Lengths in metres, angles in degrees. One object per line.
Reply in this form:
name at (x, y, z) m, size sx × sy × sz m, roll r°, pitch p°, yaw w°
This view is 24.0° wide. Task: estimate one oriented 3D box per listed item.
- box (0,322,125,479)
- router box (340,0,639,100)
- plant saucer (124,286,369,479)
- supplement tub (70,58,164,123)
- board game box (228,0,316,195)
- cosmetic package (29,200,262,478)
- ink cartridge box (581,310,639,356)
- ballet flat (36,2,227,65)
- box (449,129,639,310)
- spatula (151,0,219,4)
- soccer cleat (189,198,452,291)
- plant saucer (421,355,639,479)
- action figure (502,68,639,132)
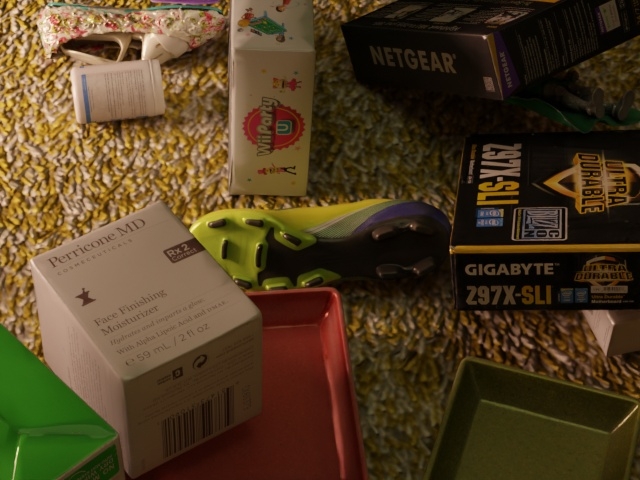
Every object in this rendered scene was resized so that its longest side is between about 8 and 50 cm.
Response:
box at (-0.293, 0.196, 1.347) m, size 0.127 × 0.231 × 0.262 m, roll -35°, pitch 57°, yaw -30°
router box at (0.208, -0.258, 1.800) m, size 0.243 × 0.081 × 0.309 m, roll -26°, pitch 22°, yaw -24°
plant saucer at (-0.095, 0.164, 1.510) m, size 0.258 × 0.047 × 0.259 m, roll -4°, pitch 47°, yaw -5°
supplement tub at (-0.245, -0.180, 1.817) m, size 0.107 × 0.071 × 0.071 m, roll -6°, pitch 47°, yaw -8°
board game box at (-0.061, -0.234, 1.770) m, size 0.098 × 0.224 × 0.303 m, roll 2°, pitch 47°, yaw -3°
cosmetic package at (-0.165, 0.092, 1.439) m, size 0.151 × 0.151 × 0.183 m, roll -26°, pitch 52°, yaw -25°
ink cartridge box at (0.329, 0.051, 1.621) m, size 0.099 × 0.056 × 0.135 m, roll -10°, pitch 47°, yaw -12°
ballet flat at (-0.238, -0.253, 1.895) m, size 0.241 × 0.091 × 0.077 m, roll 2°, pitch 77°, yaw 6°
box at (0.273, -0.028, 1.588) m, size 0.257 × 0.079 × 0.322 m, roll -2°, pitch 24°, yaw 10°
spatula at (-0.149, -0.363, 1.984) m, size 0.084 × 0.030 × 0.296 m, roll 5°, pitch 34°, yaw 8°
soccer cleat at (0.001, 0.001, 1.659) m, size 0.289 × 0.093 × 0.121 m, roll -1°, pitch 16°, yaw 3°
plant saucer at (0.206, 0.216, 1.469) m, size 0.188 × 0.045 × 0.188 m, roll 14°, pitch 48°, yaw 11°
action figure at (0.270, -0.177, 1.791) m, size 0.137 × 0.063 × 0.232 m, roll 2°, pitch 13°, yaw -34°
